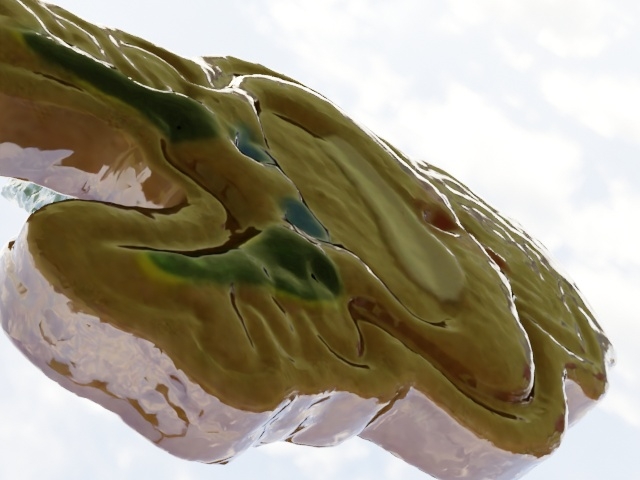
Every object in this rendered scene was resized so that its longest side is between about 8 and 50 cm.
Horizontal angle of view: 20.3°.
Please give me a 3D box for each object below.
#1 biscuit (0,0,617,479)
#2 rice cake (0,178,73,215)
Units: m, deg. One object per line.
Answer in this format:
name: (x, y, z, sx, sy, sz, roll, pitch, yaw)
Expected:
biscuit: (0.000, 0.000, 0.632, 0.333, 0.047, 0.202, 16, -147, -49)
rice cake: (-0.039, -0.014, 0.932, 0.237, 0.043, 0.127, 7, -170, -28)
